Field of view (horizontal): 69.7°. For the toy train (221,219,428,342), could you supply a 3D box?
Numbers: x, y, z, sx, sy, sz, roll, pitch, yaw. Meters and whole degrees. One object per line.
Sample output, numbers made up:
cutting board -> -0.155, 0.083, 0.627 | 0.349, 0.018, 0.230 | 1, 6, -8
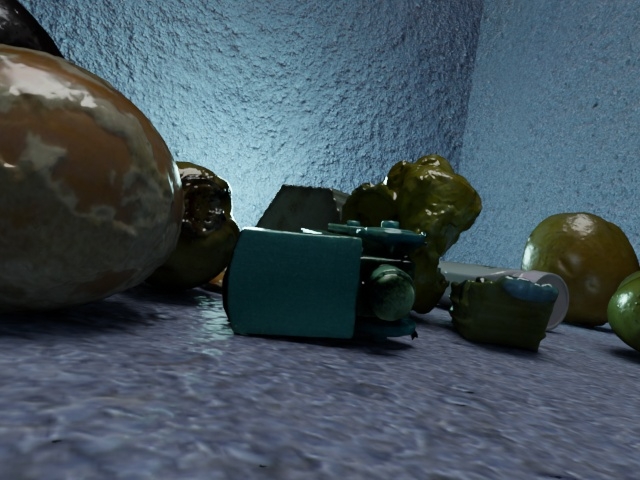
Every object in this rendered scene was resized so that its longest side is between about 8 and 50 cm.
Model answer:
toy train -> -0.006, 0.032, 0.523 | 0.194, 0.119, 0.298 | 4, 2, -9

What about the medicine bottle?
medicine bottle -> 0.347, 0.104, 0.952 | 0.161, 0.111, 0.296 | 10, -1, -23

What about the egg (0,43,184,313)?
egg -> -0.208, -0.038, 0.352 | 0.195, 0.194, 0.233 | 9, 1, 18

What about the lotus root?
lotus root -> -0.190, -0.008, 0.592 | 0.154, 0.153, 0.278 | 10, -13, -22

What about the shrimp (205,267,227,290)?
shrimp -> -0.090, 0.066, 0.694 | 0.188, 0.051, 0.132 | 5, 20, -3

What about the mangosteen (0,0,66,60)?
mangosteen -> -0.486, -0.153, 0.550 | 0.382, 0.381, 0.435 | 10, 15, -33

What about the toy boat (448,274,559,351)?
toy boat -> 0.235, 0.095, 0.628 | 0.111, 0.084, 0.276 | 6, -5, 8

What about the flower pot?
flower pot -> 0.000, 0.000, 0.982 | 0.239, 0.209, 0.190 | 10, 0, 30

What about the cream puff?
cream puff -> 0.120, -0.015, 0.737 | 0.185, 0.281, 0.282 | 25, -3, -5

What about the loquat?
loquat -> 0.654, 0.073, 1.154 | 0.276, 0.283, 0.276 | 7, -7, 1

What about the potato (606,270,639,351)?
potato -> 0.506, 0.104, 0.653 | 0.169, 0.143, 0.248 | -5, -9, 35
